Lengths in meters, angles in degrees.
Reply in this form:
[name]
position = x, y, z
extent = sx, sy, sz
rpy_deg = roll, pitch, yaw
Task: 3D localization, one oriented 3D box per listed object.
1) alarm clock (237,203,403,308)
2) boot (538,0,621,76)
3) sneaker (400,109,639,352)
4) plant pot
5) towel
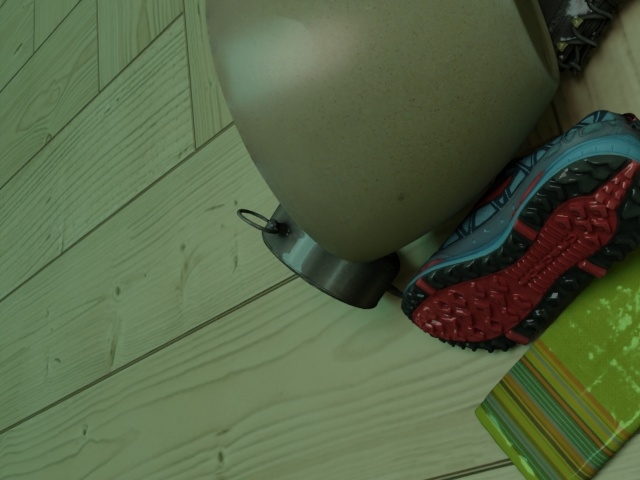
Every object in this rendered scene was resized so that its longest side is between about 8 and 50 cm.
[alarm clock]
position = 0.000, 0.000, 0.713
extent = 0.129, 0.192, 0.064
rpy_deg = 45, 110, 43
[boot]
position = 0.255, -0.234, 0.609
extent = 0.229, 0.091, 0.263
rpy_deg = -61, 40, 21
[sneaker]
position = 0.169, -0.003, 0.629
extent = 0.262, 0.104, 0.125
rpy_deg = -44, 13, 44
[plant pot]
position = 0.073, -0.146, 0.608
extent = 0.190, 0.284, 0.284
rpy_deg = -21, 63, 27
[towel]
position = 0.222, 0.088, 0.584
extent = 0.237, 0.021, 0.102
rpy_deg = -54, 50, 20
